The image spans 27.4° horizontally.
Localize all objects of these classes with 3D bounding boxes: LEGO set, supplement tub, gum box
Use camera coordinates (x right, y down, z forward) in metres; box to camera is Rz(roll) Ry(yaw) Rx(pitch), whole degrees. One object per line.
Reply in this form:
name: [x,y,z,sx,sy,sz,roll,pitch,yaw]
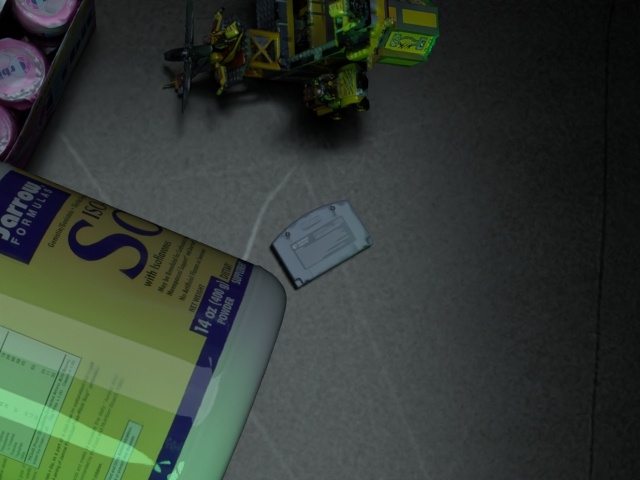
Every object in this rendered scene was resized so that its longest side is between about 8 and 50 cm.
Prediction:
LEGO set: [-0.045,-0.275,1.118,0.192,0.255,0.331,1,90,-36]
supplement tub: [-0.217,0.079,1.033,0.331,0.241,0.241,23,77,-4]
gum box: [-0.261,-0.138,1.136,0.062,0.107,0.188,23,77,-4]

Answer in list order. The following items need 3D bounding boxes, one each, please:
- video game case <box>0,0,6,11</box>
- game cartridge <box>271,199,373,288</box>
video game case: [-0.345,-0.269,1.191,0.183,0.023,0.201,38,76,0]
game cartridge: [0.000,0.000,1.197,0.083,0.017,0.056,-30,89,-13]
